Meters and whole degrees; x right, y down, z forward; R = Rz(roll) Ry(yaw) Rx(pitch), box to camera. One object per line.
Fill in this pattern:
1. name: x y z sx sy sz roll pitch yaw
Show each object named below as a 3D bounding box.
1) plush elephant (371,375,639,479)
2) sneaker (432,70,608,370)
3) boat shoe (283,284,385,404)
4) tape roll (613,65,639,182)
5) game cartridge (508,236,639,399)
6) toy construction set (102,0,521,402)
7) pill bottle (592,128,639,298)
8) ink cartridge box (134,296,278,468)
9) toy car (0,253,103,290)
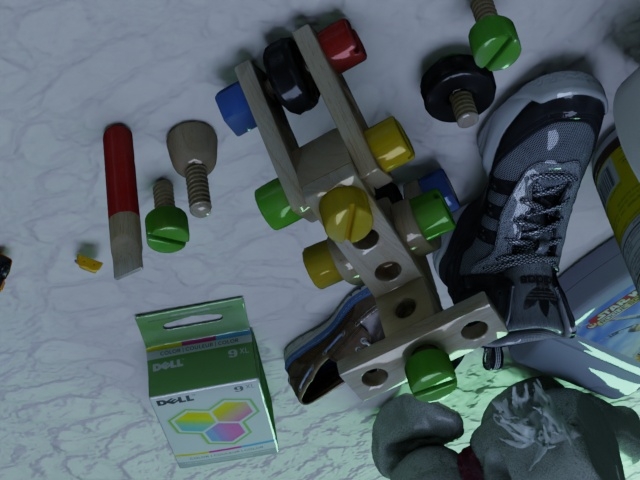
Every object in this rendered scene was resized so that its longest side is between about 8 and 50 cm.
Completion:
1. plush elephant: 0.193 0.276 1.245 0.255 0.272 0.330 -25 136 26
2. sneaker: 0.179 -0.004 0.966 0.101 0.153 0.268 3 140 -18
3. boat shoe: 0.039 0.103 1.137 0.066 0.066 0.183 21 132 -35
4. tape roll: 0.359 -0.081 0.841 0.246 0.246 0.169 17 135 -31
5. game cartridge: 0.343 0.057 1.169 0.198 0.062 0.297 19 133 -39
6. toy construction set: 0.000 0.000 0.859 0.309 0.237 0.257 -7 142 -5
7. pill bottle: 0.308 0.000 0.954 0.117 0.215 0.117 -7 142 -5
8. ink cartridge box: -0.110 0.148 1.162 0.109 0.062 0.209 -10 142 -1
9. toy car: -0.251 0.040 0.999 0.122 0.060 0.040 5 172 -10
